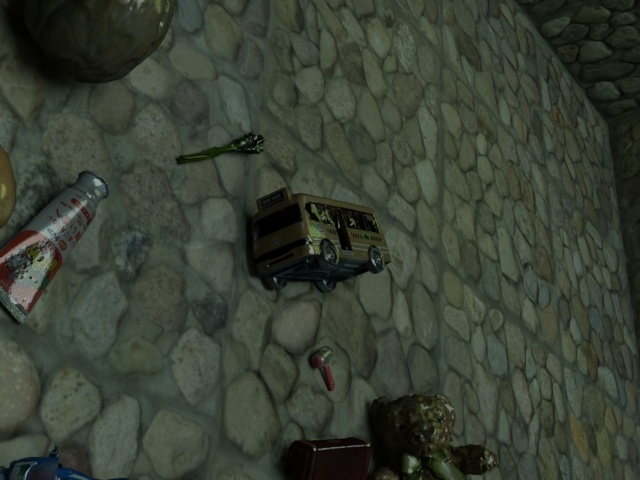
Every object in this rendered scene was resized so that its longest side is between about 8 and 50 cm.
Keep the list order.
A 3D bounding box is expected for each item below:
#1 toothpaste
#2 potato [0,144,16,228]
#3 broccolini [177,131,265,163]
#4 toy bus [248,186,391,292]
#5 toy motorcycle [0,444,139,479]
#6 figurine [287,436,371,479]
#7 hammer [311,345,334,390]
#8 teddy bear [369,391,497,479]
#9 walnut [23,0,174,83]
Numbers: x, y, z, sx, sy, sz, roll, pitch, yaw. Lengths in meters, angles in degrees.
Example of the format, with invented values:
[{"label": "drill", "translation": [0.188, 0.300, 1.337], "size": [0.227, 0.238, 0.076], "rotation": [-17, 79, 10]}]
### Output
[{"label": "toothpaste", "translation": [-0.363, -0.002, 1.208], "size": [0.089, 0.057, 0.234], "rotation": [55, 44, -28]}, {"label": "potato", "translation": [-0.424, -0.067, 1.104], "size": [0.112, 0.112, 0.147], "rotation": [19, 52, -50]}, {"label": "broccolini", "translation": [-0.175, -0.161, 1.579], "size": [0.218, 0.044, 0.042], "rotation": [-18, 104, -52]}, {"label": "toy bus", "translation": [0.000, 0.000, 1.649], "size": [0.290, 0.139, 0.157], "rotation": [7, 65, -55]}, {"label": "toy motorcycle", "translation": [-0.303, 0.295, 1.056], "size": [0.254, 0.136, 0.092], "rotation": [28, 52, -46]}, {"label": "figurine", "translation": [0.018, 0.364, 1.520], "size": [0.154, 0.098, 0.082], "rotation": [4, 100, -34]}, {"label": "hammer", "translation": [0.011, 0.236, 1.646], "size": [0.052, 0.031, 0.083], "rotation": [-33, 112, -53]}, {"label": "teddy bear", "translation": [0.208, 0.432, 1.650], "size": [0.296, 0.246, 0.222], "rotation": [-106, -178, -66]}, {"label": "walnut", "translation": [-0.312, -0.338, 1.298], "size": [0.224, 0.224, 0.224], "rotation": [31, 50, -45]}]
